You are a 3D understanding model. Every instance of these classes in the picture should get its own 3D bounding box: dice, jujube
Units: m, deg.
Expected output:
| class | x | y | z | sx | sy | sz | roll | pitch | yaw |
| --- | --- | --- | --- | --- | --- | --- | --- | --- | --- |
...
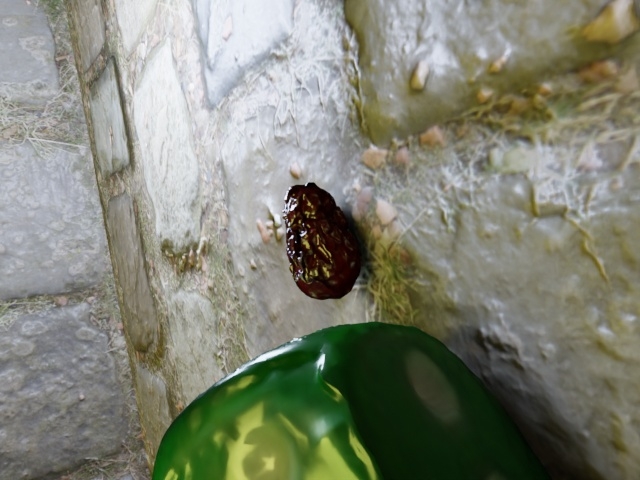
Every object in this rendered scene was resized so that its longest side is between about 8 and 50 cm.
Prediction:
| class | x | y | z | sx | sy | sz | roll | pitch | yaw |
| --- | --- | --- | --- | --- | --- | --- | --- | --- | --- |
| dice | 0.034 | 0.266 | 0.512 | 0.297 | 0.287 | 0.300 | -47 | 58 | 27 |
| jujube | 0.002 | 0.001 | 0.741 | 0.104 | 0.104 | 0.165 | -33 | 60 | 56 |
